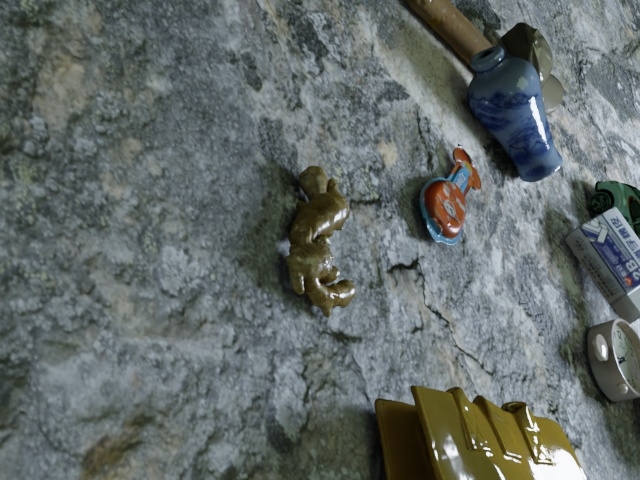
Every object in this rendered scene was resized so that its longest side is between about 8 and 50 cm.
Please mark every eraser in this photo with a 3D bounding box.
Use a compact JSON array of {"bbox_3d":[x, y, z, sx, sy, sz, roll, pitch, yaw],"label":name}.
[{"bbox_3d":[0.586,0.049,1.952,0.124,0.068,0.210,-24,75,-34],"label":"eraser"}]

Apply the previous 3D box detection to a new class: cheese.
[{"bbox_3d":[0.218,-0.076,1.658,0.106,0.037,0.256,55,38,-15],"label":"cheese"}]

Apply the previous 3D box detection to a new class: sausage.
[{"bbox_3d":[0.265,-0.386,1.887,0.301,0.066,0.066,39,43,-33],"label":"sausage"}]

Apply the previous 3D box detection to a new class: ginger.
[{"bbox_3d":[0.000,0.000,1.329,0.193,0.052,0.176,64,30,-2],"label":"ginger"}]

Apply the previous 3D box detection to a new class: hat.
[{"bbox_3d":[0.466,-0.357,2.074,0.173,0.144,0.166,5,65,-25],"label":"hat"}]

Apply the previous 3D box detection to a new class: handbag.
[{"bbox_3d":[0.242,0.349,1.360,0.401,0.133,0.283,20,49,-44],"label":"handbag"}]

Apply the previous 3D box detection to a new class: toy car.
[{"bbox_3d":[0.662,0.006,2.087,0.136,0.125,0.306,21,52,-44],"label":"toy car"}]

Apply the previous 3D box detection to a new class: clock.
[{"bbox_3d":[0.556,0.228,1.874,0.229,0.063,0.156,22,55,-43],"label":"clock"}]

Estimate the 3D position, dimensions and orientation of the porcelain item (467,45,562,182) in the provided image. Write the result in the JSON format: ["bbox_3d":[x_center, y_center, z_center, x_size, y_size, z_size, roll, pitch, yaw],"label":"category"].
[{"bbox_3d":[0.362,-0.237,1.861,0.259,0.141,0.141,57,36,-21],"label":"porcelain item"}]
